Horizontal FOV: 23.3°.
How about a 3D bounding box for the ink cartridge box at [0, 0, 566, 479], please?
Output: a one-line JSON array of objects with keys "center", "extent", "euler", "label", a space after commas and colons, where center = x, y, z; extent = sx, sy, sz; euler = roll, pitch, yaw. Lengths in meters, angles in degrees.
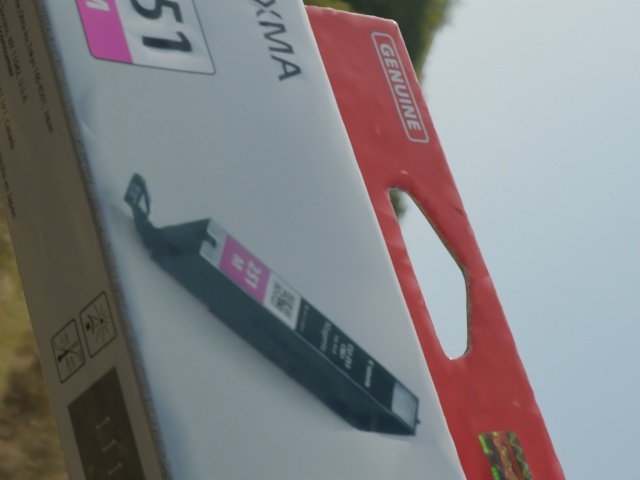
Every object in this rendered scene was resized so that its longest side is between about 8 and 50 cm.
[{"center": [0.000, 0.000, 0.582], "extent": [0.060, 0.238, 0.275], "euler": [-38, -119, 42], "label": "ink cartridge box"}]
